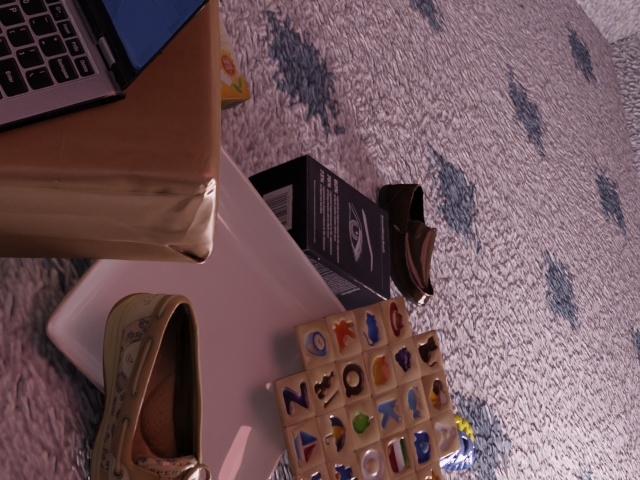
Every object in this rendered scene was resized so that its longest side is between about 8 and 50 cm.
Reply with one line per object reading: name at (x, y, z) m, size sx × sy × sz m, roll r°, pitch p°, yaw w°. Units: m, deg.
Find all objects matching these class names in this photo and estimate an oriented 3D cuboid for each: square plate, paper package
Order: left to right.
paper package at (-0.250, -0.152, 1.142) m, size 0.309 × 0.168 × 0.325 m, roll 2°, pitch 60°, yaw -13°
square plate at (-0.130, 0.099, 1.385) m, size 0.344 × 0.049 × 0.347 m, roll 54°, pitch 46°, yaw -26°

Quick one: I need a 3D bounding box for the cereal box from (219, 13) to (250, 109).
cereal box at (-0.192, -0.292, 1.608) m, size 0.173 × 0.047 × 0.240 m, roll -14°, pitch 82°, yaw -61°

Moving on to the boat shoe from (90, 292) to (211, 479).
boat shoe at (-0.169, 0.195, 1.215) m, size 0.104 × 0.089 × 0.285 m, roll -2°, pitch 88°, yaw -42°

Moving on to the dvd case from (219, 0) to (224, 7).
dvd case at (-0.219, -0.361, 1.546) m, size 0.165 × 0.018 × 0.221 m, roll 64°, pitch 31°, yaw -5°

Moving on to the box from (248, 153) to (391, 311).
box at (0.000, 0.000, 1.669) m, size 0.207 × 0.108 × 0.153 m, roll 35°, pitch 46°, yaw -45°

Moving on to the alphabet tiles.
alphabet tiles at (0.069, 0.228, 1.536) m, size 0.342 × 0.011 × 0.285 m, roll -11°, pitch 88°, yaw -50°

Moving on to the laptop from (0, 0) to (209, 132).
laptop at (-0.279, -0.316, 0.992) m, size 0.407 × 0.236 × 0.382 m, roll -19°, pitch 67°, yaw -22°

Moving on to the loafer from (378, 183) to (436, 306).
loafer at (0.152, 0.000, 1.969) m, size 0.080 × 0.078 × 0.220 m, roll 16°, pitch 58°, yaw -56°

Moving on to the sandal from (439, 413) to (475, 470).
sandal at (0.106, 0.297, 1.661) m, size 0.317 × 0.126 × 0.138 m, roll 19°, pitch 60°, yaw -45°
